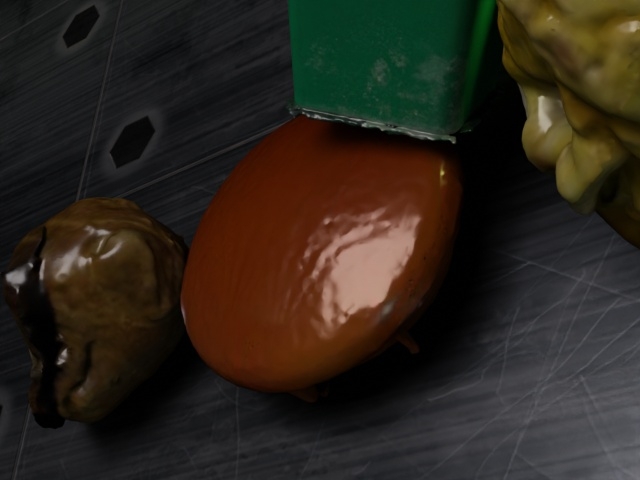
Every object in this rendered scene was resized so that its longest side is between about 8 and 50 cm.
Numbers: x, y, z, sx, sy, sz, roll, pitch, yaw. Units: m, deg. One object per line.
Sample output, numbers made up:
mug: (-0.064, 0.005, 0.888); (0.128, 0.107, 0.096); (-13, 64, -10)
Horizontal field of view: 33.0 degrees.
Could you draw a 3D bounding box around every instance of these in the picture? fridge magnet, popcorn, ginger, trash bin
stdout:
fridge magnet: (0.000, 0.000, 1.171); (0.364, 0.155, 0.363); (-24, 47, 28)
popcorn: (0.308, -0.188, 0.850); (0.354, 0.390, 0.344); (2, 49, 24)
ginger: (-0.252, 0.080, 1.307); (0.223, 0.269, 0.200); (-13, 19, -3)
trash bin: (0.084, -0.303, 1.036); (0.259, 0.381, 0.295); (12, 30, 20)
